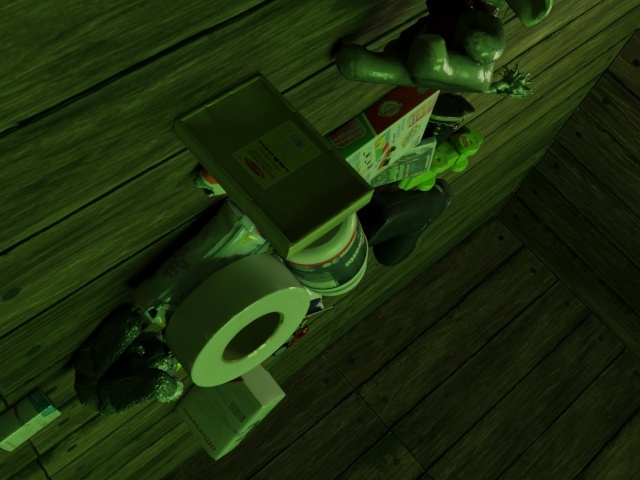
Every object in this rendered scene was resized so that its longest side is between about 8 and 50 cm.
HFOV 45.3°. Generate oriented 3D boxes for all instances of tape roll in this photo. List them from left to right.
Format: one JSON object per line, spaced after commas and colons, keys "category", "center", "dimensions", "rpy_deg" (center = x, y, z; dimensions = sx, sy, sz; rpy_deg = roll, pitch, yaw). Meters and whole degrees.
{"category": "tape roll", "center": [-0.159, 0.158, 1.512], "dimensions": [0.286, 0.100, 0.286], "rpy_deg": [-34, 155, -19]}

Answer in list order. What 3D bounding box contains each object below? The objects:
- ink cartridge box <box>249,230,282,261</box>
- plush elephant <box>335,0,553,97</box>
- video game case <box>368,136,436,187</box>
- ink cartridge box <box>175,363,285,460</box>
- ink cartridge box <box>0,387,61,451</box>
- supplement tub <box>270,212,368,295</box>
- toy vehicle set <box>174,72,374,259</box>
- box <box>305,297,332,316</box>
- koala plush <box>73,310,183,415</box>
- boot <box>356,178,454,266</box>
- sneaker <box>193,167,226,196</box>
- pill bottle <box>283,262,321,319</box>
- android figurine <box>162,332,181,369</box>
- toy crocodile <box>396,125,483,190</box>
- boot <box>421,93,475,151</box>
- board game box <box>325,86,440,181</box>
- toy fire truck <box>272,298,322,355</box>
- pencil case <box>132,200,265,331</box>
{"category": "ink cartridge box", "center": [-0.172, 0.042, 1.735], "dimensions": [0.186, 0.065, 0.311], "rpy_deg": [-43, 164, 1]}
{"category": "plush elephant", "center": [0.229, -0.378, 1.256], "dimensions": [0.330, 0.255, 0.272], "rpy_deg": [2, -171, -24]}
{"category": "video game case", "center": [0.203, -0.196, 1.966], "dimensions": [0.173, 0.022, 0.190], "rpy_deg": [-16, 163, -3]}
{"category": "ink cartridge box", "center": [-0.290, 0.509, 2.434], "dimensions": [0.306, 0.226, 0.131], "rpy_deg": [-50, 163, 31]}
{"category": "ink cartridge box", "center": [-0.599, 0.363, 1.549], "dimensions": [0.122, 0.052, 0.088], "rpy_deg": [-39, 165, -19]}
{"category": "supplement tub", "center": [0.000, 0.000, 1.671], "dimensions": [0.191, 0.191, 0.272], "rpy_deg": [-41, 156, -6]}
{"category": "toy vehicle set", "center": [-0.070, -0.116, 1.127], "dimensions": [0.166, 0.267, 0.035], "rpy_deg": [-34, 162, -26]}
{"category": "box", "center": [-0.089, 0.176, 1.750], "dimensions": [0.136, 0.036, 0.225], "rpy_deg": [-14, 174, -43]}
{"category": "koala plush", "center": [-0.379, 0.262, 1.603], "dimensions": [0.203, 0.196, 0.221], "rpy_deg": [-34, 169, 17]}
{"category": "boot", "center": [0.181, -0.018, 2.306], "dimensions": [0.445, 0.146, 0.367], "rpy_deg": [-23, 153, -55]}
{"category": "sneaker", "center": [-0.168, -0.108, 1.343], "dimensions": [0.075, 0.057, 0.161], "rpy_deg": [-28, 170, 14]}
{"category": "pill bottle", "center": [-0.105, 0.152, 2.005], "dimensions": [0.301, 0.169, 0.169], "rpy_deg": [-46, 165, 14]}
{"category": "android figurine", "center": [-0.432, 0.325, 1.877], "dimensions": [0.273, 0.056, 0.248], "rpy_deg": [-45, 166, 4]}
{"category": "toy crocodile", "center": [0.351, -0.241, 2.232], "dimensions": [0.341, 0.105, 0.115], "rpy_deg": [-30, 162, -27]}
{"category": "boot", "center": [0.279, -0.281, 1.938], "dimensions": [0.178, 0.085, 0.236], "rpy_deg": [-48, 163, 32]}
{"category": "board game box", "center": [0.115, -0.215, 1.729], "dimensions": [0.316, 0.064, 0.242], "rpy_deg": [-37, 165, -18]}
{"category": "toy fire truck", "center": [-0.066, 0.216, 2.392], "dimensions": [0.246, 0.158, 0.217], "rpy_deg": [-20, 155, -33]}
{"category": "pencil case", "center": [-0.234, 0.049, 1.475], "dimensions": [0.273, 0.113, 0.124], "rpy_deg": [-43, 173, 1]}
